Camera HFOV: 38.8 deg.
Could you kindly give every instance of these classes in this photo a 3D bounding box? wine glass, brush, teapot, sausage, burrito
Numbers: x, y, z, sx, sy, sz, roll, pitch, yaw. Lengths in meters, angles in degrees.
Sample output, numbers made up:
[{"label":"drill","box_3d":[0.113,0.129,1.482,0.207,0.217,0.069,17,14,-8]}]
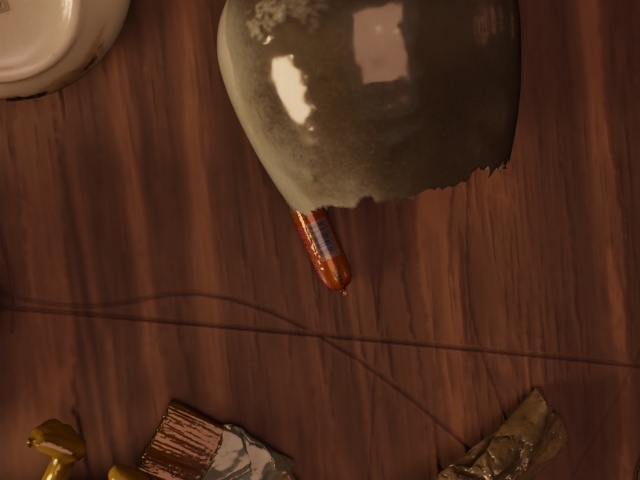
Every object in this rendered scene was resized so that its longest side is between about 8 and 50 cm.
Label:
[{"label":"wine glass","box_3d":[0.028,-0.189,0.675,0.238,0.238,0.322,-12,99,-4]},{"label":"brush","box_3d":[-0.002,0.251,0.813,0.337,0.020,0.085,29,92,-8]},{"label":"teapot","box_3d":[-0.260,-0.207,0.690,0.298,0.139,0.204,-10,128,-7]},{"label":"sausage","box_3d":[0.000,0.000,0.785,0.031,0.031,0.107,-22,97,-3]},{"label":"burrito","box_3d":[0.128,0.222,0.798,0.229,0.063,0.058,-38,58,-14]}]

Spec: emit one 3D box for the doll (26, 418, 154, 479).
[{"label":"doll","box_3d":[-0.262,0.333,0.757,0.160,0.094,0.365,29,89,7]}]
